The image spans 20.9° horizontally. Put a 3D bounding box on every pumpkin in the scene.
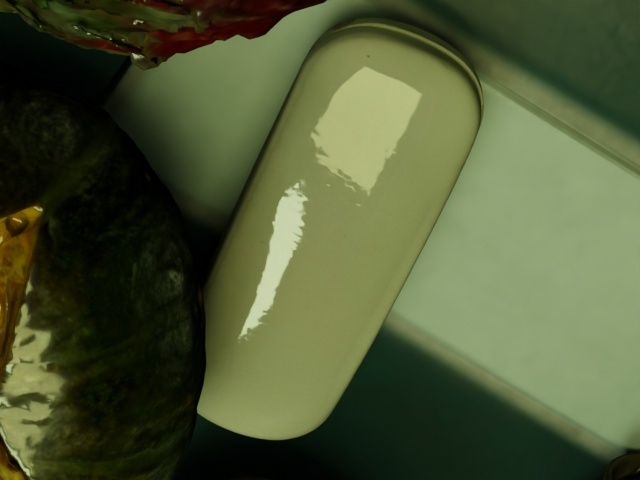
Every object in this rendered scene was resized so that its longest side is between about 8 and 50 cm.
[{"bbox_3d":[-0.162,0.035,0.707,0.238,0.159,0.238,1,103,4],"label":"pumpkin"}]

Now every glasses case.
[{"bbox_3d":[0.000,0.000,0.733,0.081,0.051,0.204,24,119,-7],"label":"glasses case"}]

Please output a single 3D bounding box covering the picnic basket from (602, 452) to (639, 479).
[{"bbox_3d":[0.223,0.218,0.773,0.139,0.165,0.266,-29,113,21],"label":"picnic basket"}]

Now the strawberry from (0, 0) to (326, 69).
[{"bbox_3d":[-0.102,-0.186,0.555,0.274,0.274,0.220,10,82,-1],"label":"strawberry"}]

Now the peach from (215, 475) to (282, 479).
[{"bbox_3d":[-0.022,0.171,0.797,0.151,0.118,0.151,14,113,35],"label":"peach"}]
